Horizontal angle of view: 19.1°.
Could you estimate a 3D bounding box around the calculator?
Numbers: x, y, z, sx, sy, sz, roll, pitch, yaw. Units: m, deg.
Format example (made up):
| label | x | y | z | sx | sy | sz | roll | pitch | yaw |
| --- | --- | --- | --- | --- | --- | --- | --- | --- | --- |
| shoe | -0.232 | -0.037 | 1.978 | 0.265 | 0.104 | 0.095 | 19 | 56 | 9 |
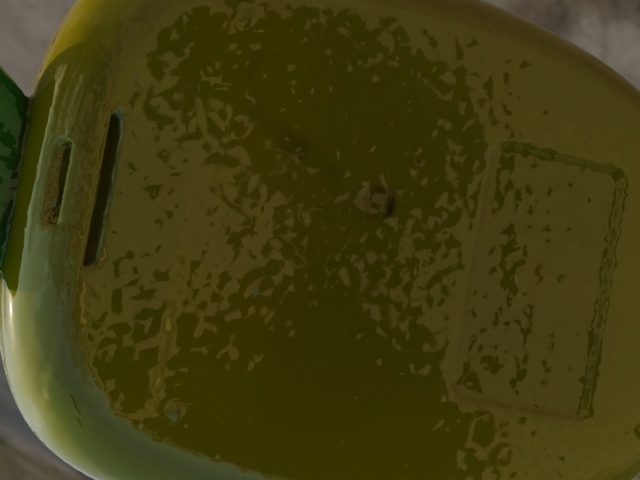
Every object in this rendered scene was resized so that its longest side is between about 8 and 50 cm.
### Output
| label | x | y | z | sx | sy | sz | roll | pitch | yaw |
| --- | --- | --- | --- | --- | --- | --- | --- | --- | --- |
| calculator | 0.000 | 0.000 | 0.485 | 0.235 | 0.146 | 0.032 | 11 | 175 | -20 |
